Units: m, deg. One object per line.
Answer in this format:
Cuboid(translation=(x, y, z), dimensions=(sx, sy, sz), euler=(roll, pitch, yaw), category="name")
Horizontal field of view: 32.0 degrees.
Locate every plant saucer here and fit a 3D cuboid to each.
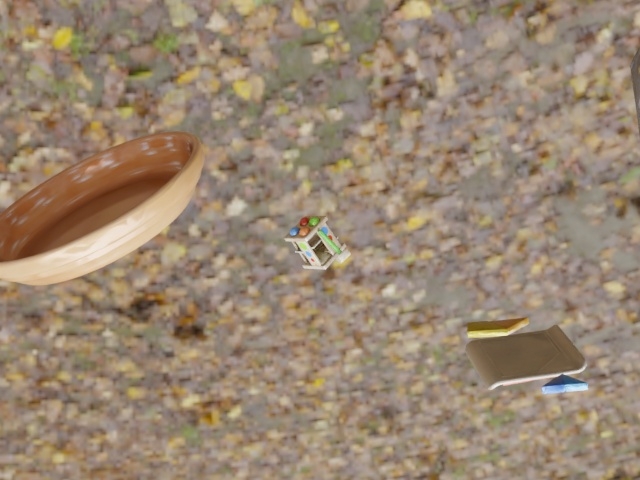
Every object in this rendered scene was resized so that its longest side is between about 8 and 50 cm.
Cuboid(translation=(-0.180, -0.023, 0.894), dimensions=(0.200, 0.200, 0.037), euler=(-18, 115, 15), category="plant saucer")

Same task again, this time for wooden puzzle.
Cuboid(translation=(0.147, 0.085, 0.809), dimensions=(0.078, 0.116, 0.014), euler=(-9, 111, 2), category="wooden puzzle")

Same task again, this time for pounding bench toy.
Cuboid(translation=(0.000, 0.000, 1.601), dimensions=(0.083, 0.052, 0.065), euler=(1, 131, 52), category="pounding bench toy")

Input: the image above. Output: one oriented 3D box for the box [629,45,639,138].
Cuboid(translation=(0.271, -0.090, 0.644), dimensions=(0.076, 0.307, 0.242), euler=(12, 137, -4), category="box")
